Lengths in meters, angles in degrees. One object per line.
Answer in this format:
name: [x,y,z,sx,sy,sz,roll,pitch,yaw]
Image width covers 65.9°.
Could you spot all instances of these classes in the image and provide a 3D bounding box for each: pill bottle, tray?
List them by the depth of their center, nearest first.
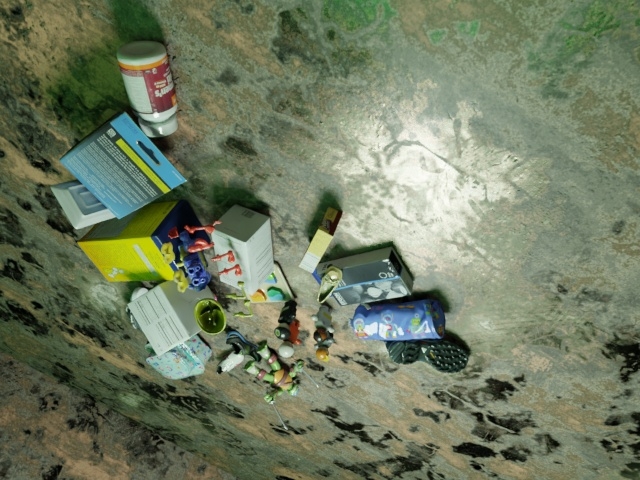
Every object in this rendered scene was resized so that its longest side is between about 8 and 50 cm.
pill bottle: [-0.443,-0.392,1.290,0.121,0.121,0.221,12,135,12]
tray: [-0.679,-0.133,1.516,0.030,0.270,0.145,-25,96,23]

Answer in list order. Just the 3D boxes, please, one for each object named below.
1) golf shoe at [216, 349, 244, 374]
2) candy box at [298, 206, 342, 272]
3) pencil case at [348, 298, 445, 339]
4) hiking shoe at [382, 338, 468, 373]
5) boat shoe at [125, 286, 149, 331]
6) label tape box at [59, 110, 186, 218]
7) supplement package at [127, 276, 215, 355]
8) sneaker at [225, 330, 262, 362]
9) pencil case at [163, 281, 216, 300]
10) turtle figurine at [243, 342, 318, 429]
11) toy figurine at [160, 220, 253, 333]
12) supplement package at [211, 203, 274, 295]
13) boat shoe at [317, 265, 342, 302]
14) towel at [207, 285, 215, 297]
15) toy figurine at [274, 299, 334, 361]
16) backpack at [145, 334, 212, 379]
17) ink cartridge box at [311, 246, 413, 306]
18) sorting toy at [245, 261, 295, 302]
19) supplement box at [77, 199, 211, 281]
golf shoe: [-0.398,0.544,2.187,0.067,0.086,0.186,39,133,-13]
candy box: [0.000,0.000,1.484,0.053,0.109,0.187,27,137,-3]
pencil case: [0.250,0.258,1.618,0.306,0.119,0.133,-7,109,29]
hiking shoe: [0.364,0.369,1.699,0.303,0.132,0.113,15,101,-14]
boat shoe: [-0.778,0.295,2.104,0.102,0.108,0.301,15,143,7]
label tape box: [-0.546,-0.227,1.417,0.333,0.106,0.241,-20,122,32]
supplement package: [-0.495,0.240,1.721,0.145,0.262,0.204,-31,90,16]
sneaker: [-0.327,0.460,2.082,0.067,0.078,0.188,-28,119,38]
pencil case: [-0.525,0.229,1.933,0.236,0.104,0.105,10,134,13]
turtle figurine: [-0.164,0.560,2.030,0.198,0.275,0.266,-44,104,8]
toy figurine: [-0.358,0.082,1.548,0.191,0.217,0.363,-23,115,-10]
supplement package: [-0.245,0.032,1.585,0.139,0.134,0.244,22,138,20]
boat shoe: [0.026,0.139,1.558,0.056,0.048,0.153,27,135,-3]
towel: [-0.477,0.183,1.857,0.113,0.023,0.152,-40,88,17]
toy figurine: [-0.055,0.334,1.778,0.209,0.148,0.213,9,139,8]
backpack: [-0.615,0.497,2.170,0.225,0.191,0.253,-18,129,28]
ink cartridge box: [0.114,0.127,1.591,0.332,0.065,0.165,-15,125,34]
sorting toy: [-0.211,0.160,1.776,0.208,0.038,0.193,-2,131,25]
supplement box: [-0.594,0.006,1.680,0.356,0.194,0.195,-3,130,26]
